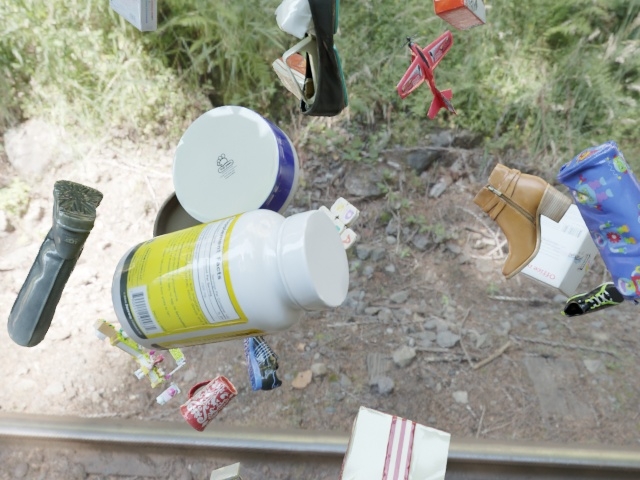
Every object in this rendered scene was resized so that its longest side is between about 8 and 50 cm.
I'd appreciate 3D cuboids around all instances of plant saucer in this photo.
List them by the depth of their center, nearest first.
[{"bbox_3d":[-0.268,-0.012,1.211,0.278,0.277,0.041,2,2,-2],"label":"plant saucer"}]

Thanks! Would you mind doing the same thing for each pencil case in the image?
[{"bbox_3d":[0.574,-0.037,0.952,0.119,0.133,0.306,-29,90,-27],"label":"pencil case"}]

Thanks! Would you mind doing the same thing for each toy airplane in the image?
[{"bbox_3d":[0.176,-0.261,0.790,0.151,0.151,0.028,-21,17,-28],"label":"toy airplane"}]

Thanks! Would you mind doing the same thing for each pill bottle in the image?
[{"bbox_3d":[-0.136,0.059,0.760,0.334,0.188,0.188,-13,31,24],"label":"pill bottle"}]

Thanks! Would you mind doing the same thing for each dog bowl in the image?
[{"bbox_3d":[-0.186,-0.153,1.080,0.265,0.264,0.104,20,1,20],"label":"dog bowl"}]

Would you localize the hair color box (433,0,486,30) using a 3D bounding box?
[{"bbox_3d":[0.239,-0.427,0.848,0.053,0.093,0.167,-4,10,29],"label":"hair color box"}]

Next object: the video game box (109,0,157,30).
[{"bbox_3d":[-0.459,-0.635,1.197,0.048,0.187,0.205,-20,47,-35],"label":"video game box"}]

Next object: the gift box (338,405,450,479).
[{"bbox_3d":[0.145,0.555,1.137,0.255,0.276,0.258,12,59,12],"label":"gift box"}]

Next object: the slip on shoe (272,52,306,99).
[{"bbox_3d":[-0.036,-0.448,1.365,0.101,0.123,0.331,-35,41,0],"label":"slip on shoe"}]

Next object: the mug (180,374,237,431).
[{"bbox_3d":[-0.389,0.538,1.692,0.169,0.113,0.150,-43,70,-4],"label":"mug"}]

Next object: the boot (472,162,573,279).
[{"bbox_3d":[0.357,-0.037,0.941,0.152,0.197,0.073,32,19,15],"label":"boot"}]

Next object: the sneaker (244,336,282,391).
[{"bbox_3d":[-0.183,0.363,1.552,0.091,0.081,0.232,2,51,-23],"label":"sneaker"}]

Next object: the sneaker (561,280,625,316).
[{"bbox_3d":[0.927,0.215,1.674,0.097,0.234,0.084,-30,80,-33],"label":"sneaker"}]

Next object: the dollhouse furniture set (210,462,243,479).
[{"bbox_3d":[-0.213,0.645,1.140,0.129,0.183,0.129,-22,20,9],"label":"dollhouse furniture set"}]

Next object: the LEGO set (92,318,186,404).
[{"bbox_3d":[-0.461,0.290,1.312,0.107,0.287,0.132,-38,7,0],"label":"LEGO set"}]

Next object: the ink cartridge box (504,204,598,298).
[{"bbox_3d":[0.684,0.020,1.430,0.171,0.232,0.168,31,5,42],"label":"ink cartridge box"}]

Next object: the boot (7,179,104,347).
[{"bbox_3d":[-0.396,0.027,0.739,0.076,0.208,0.189,17,18,-23],"label":"boot"}]

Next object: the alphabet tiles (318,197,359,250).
[{"bbox_3d":[0.000,0.000,1.477,0.021,0.284,0.278,36,7,-30],"label":"alphabet tiles"}]

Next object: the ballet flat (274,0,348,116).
[{"bbox_3d":[-0.013,-0.314,0.766,0.096,0.280,0.095,-17,41,-9],"label":"ballet flat"}]
